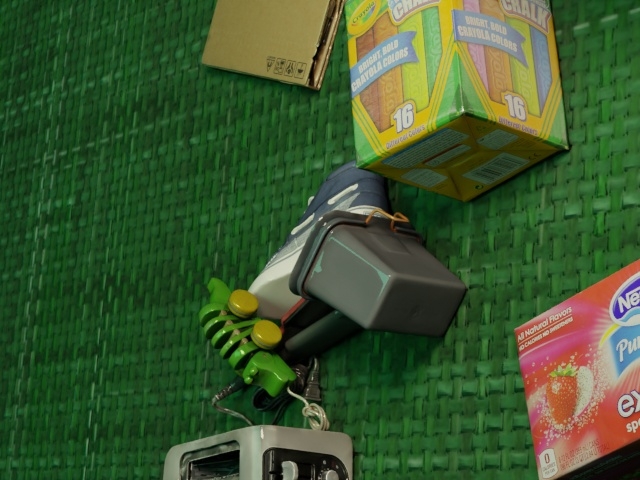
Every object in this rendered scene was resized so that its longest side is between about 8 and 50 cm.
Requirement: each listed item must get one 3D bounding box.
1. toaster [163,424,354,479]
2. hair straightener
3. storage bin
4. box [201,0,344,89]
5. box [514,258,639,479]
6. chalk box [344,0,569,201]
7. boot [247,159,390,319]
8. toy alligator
[{"bbox_3d":[-0.061,0.261,1.594,0.185,0.110,0.168,-19,63,48],"label":"toaster"},{"bbox_3d":[-0.032,0.118,1.654,0.230,0.047,0.089,-39,50,38],"label":"hair straightener"},{"bbox_3d":[0.059,0.031,1.509,0.091,0.135,0.098,37,108,39],"label":"storage bin"},{"bbox_3d":[-0.043,-0.247,1.809,0.201,0.021,0.164,18,93,53],"label":"box"},{"bbox_3d":[0.270,0.079,1.220,0.257,0.122,0.128,-34,53,41],"label":"box"},{"bbox_3d":[0.111,-0.163,1.493,0.132,0.132,0.213,-29,57,43],"label":"chalk box"},{"bbox_3d":[0.000,0.000,1.650,0.190,0.069,0.086,-36,39,37],"label":"boot"},{"bbox_3d":[-0.063,0.109,1.626,0.190,0.051,0.056,52,133,24],"label":"toy alligator"}]
